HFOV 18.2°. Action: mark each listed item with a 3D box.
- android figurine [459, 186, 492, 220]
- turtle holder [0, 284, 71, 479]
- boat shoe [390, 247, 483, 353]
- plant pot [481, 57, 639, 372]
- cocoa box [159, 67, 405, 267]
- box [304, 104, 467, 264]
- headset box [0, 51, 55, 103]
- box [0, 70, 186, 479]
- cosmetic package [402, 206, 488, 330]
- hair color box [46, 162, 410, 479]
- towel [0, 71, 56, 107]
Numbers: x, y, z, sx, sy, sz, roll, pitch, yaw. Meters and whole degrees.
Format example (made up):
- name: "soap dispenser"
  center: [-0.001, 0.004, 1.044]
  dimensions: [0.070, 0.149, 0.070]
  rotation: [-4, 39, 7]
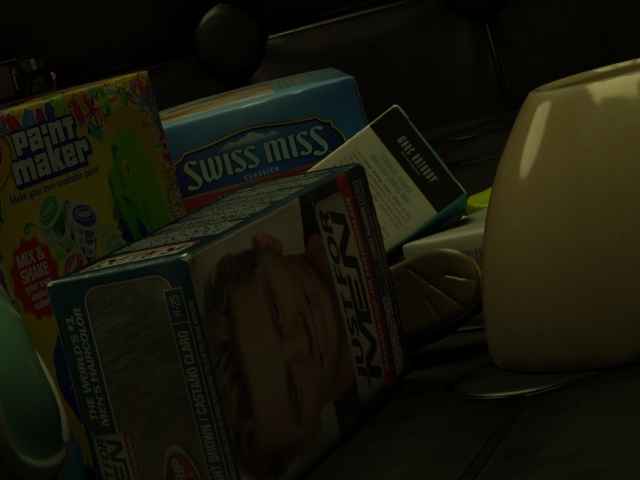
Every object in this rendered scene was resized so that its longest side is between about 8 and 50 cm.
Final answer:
- name: "android figurine"
  center: [0.264, -0.039, 2.031]
  dimensions: [0.273, 0.056, 0.248]
  rotation: [-13, 7, 15]
- name: "turtle holder"
  center: [-0.294, 0.093, 1.218]
  dimensions: [0.320, 0.243, 0.227]
  rotation: [37, 16, 33]
- name: "boat shoe"
  center: [0.042, 0.067, 1.604]
  dimensions: [0.223, 0.080, 0.073]
  rotation: [-21, -24, 28]
- name: "plant pot"
  center: [0.241, -0.035, 1.487]
  dimensions: [0.284, 0.191, 0.284]
  rotation: [-15, 6, 2]
- name: "cocoa box"
  center: [-0.056, -0.030, 1.916]
  dimensions: [0.231, 0.228, 0.347]
  rotation: [-15, 7, -1]
- name: "box"
  center: [0.000, 0.000, 1.705]
  dimensions: [0.244, 0.100, 0.060]
  rotation: [-37, -11, -1]
- name: "headset box"
  center: [-0.258, -0.119, 1.551]
  dimensions: [0.083, 0.032, 0.062]
  rotation: [-15, 6, 15]
- name: "box"
  center: [-0.238, 0.041, 1.525]
  dimensions: [0.177, 0.279, 0.290]
  rotation: [-12, 8, 28]
- name: "cosmetic package"
  center: [0.184, 0.007, 1.724]
  dimensions: [0.117, 0.085, 0.231]
  rotation: [-10, 7, 39]
- name: "hair color box"
  center: [-0.048, 0.064, 1.368]
  dimensions: [0.105, 0.174, 0.347]
  rotation: [-11, 8, 21]
- name: "towel"
  center: [-0.372, 0.000, 2.044]
  dimensions: [0.237, 0.329, 0.037]
  rotation: [-20, 37, -39]
